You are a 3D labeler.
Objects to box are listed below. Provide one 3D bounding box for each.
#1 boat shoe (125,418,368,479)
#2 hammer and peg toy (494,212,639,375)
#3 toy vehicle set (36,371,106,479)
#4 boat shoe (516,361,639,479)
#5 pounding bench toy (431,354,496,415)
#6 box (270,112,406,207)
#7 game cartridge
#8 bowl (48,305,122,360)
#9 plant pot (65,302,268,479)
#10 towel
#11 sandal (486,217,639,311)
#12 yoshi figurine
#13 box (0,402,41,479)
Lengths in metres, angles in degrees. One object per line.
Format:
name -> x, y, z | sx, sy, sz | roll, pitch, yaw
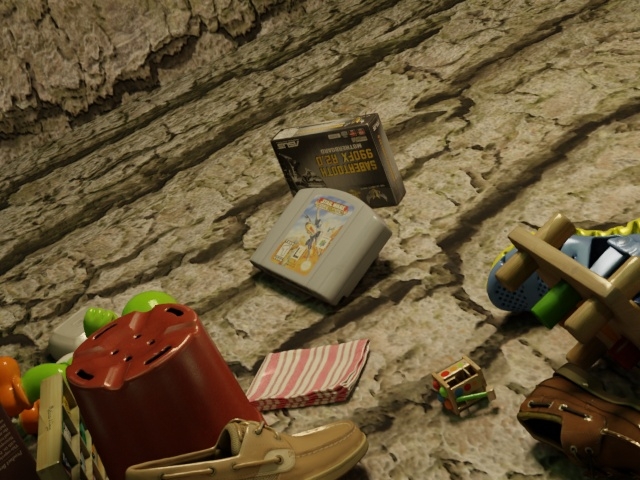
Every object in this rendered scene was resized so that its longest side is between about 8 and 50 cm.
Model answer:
boat shoe -> -0.090, 0.293, 1.627 | 0.341, 0.110, 0.122 | -17, 4, -28
hammer and peg toy -> 0.392, 0.125, 1.547 | 0.127, 0.266, 0.361 | -44, 28, -2
toy vehicle set -> -0.371, 0.331, 1.839 | 0.035, 0.166, 0.267 | -23, 25, -1
boat shoe -> 0.350, 0.249, 1.499 | 0.104, 0.110, 0.307 | -34, 18, -11
pounding bench toy -> 0.203, 0.213, 1.740 | 0.065, 0.052, 0.083 | -28, 25, -11
box -> 0.035, -0.148, 2.453 | 0.231, 0.183, 0.056 | -6, 28, 31
game cartridge -> 0.000, 0.000, 2.253 | 0.198, 0.062, 0.297 | -58, 33, -7
bowl -> -0.448, 0.176, 2.353 | 0.142, 0.053, 0.142 | 10, 40, 47
plant pot -> -0.219, 0.252, 1.756 | 0.272, 0.265, 0.272 | -18, 25, 9
towel -> -0.025, 0.212, 1.959 | 0.197, 0.029, 0.144 | -10, 27, 24
sandal -> 0.400, 0.050, 1.833 | 0.317, 0.126, 0.138 | -15, 30, 19
yoshi figurine -> -0.366, 0.194, 2.090 | 0.362, 0.203, 0.203 | -16, 19, 6
box -> -0.582, 0.341, 1.949 | 0.167, 0.203, 0.168 | 6, 37, 46
